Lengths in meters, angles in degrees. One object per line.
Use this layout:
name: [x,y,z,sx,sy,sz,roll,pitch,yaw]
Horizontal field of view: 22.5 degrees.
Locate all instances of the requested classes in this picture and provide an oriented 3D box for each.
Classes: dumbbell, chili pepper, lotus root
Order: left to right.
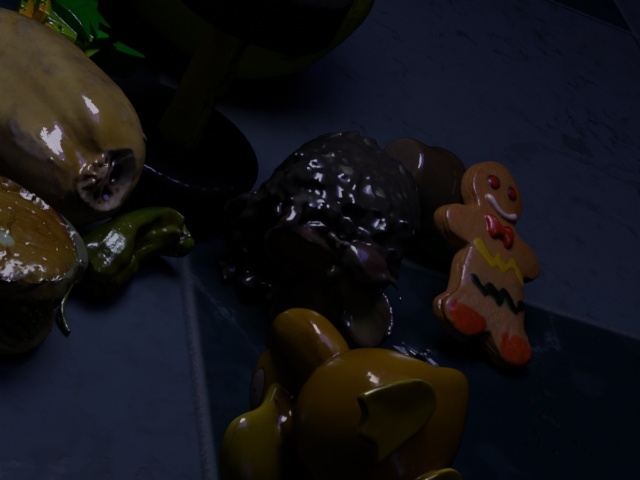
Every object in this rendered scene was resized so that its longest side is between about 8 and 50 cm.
lotus root: [-0.309,-0.139,1.637,0.169,0.151,0.342,-35,54,-19]
chili pepper: [-0.204,0.012,1.587,0.073,0.072,0.204,31,31,19]
dumbbell: [-0.117,-0.183,1.709,0.203,0.322,0.204,23,30,-14]

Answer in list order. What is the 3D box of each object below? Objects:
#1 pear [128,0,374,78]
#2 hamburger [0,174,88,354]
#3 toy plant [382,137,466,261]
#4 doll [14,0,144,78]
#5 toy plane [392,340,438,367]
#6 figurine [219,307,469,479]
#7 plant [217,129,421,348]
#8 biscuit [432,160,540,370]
pear: [-0.087,-0.384,2.034,0.391,0.391,0.391,23,31,-14]
hamburger: [-0.299,0.024,1.458,0.185,0.113,0.177,11,29,-45]
toy plant: [0.138,-0.050,1.938,0.200,0.105,0.143,44,30,-50]
doll: [-0.298,-0.215,1.814,0.134,0.106,0.186,45,30,1]
toy plane: [0.114,0.137,1.730,0.083,0.031,0.078,36,17,15]
figurine: [0.024,0.165,1.448,0.228,0.215,0.215,-3,13,32]
plant: [0.000,0.000,1.694,0.204,0.178,0.234,40,40,-7]
biscuit: [0.197,0.015,1.853,0.165,0.036,0.250,31,53,-32]
